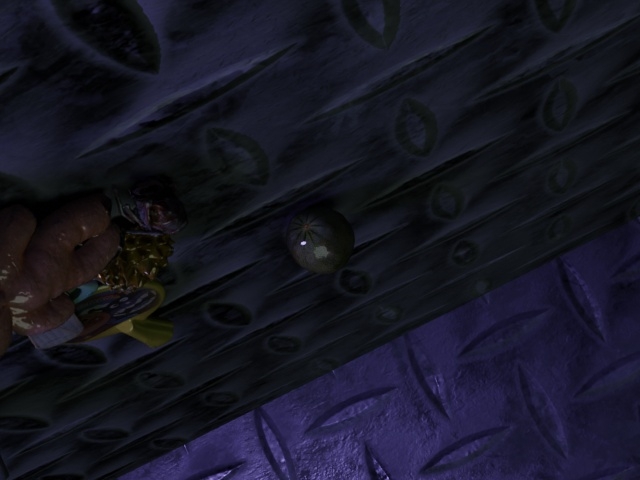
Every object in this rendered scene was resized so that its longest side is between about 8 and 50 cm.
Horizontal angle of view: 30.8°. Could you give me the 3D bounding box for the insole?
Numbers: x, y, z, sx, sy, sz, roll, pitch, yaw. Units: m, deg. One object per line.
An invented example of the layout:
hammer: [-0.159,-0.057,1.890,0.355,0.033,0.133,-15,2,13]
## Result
insole: [-0.424,0.116,1.748,0.119,0.009,0.348,-22,164,-6]

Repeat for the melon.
melon: [0.000,0.000,1.990,0.114,0.114,0.167,-29,164,10]

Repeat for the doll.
doll: [-0.406,0.039,1.519,0.303,0.156,0.201,-38,129,-30]

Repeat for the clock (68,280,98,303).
clock: [-0.401,0.071,1.732,0.101,0.041,0.135,-27,163,12]

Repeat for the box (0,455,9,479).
box: [-0.675,0.408,2.034,0.243,0.135,0.163,-34,-160,-37]

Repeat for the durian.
durian: [-0.296,0.033,1.678,0.140,0.078,0.224,-23,167,30]

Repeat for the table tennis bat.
table tennis bat: [-0.348,0.134,1.996,0.224,0.054,0.369,-27,160,8]

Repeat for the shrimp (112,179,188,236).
shrimp: [-0.230,-0.045,1.589,0.073,0.074,0.190,-5,174,9]
